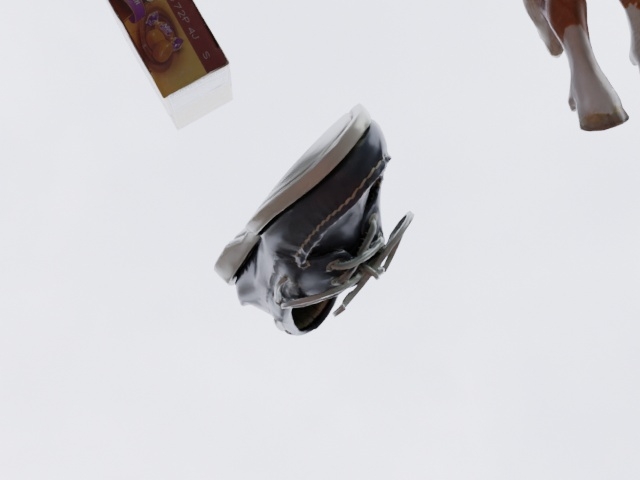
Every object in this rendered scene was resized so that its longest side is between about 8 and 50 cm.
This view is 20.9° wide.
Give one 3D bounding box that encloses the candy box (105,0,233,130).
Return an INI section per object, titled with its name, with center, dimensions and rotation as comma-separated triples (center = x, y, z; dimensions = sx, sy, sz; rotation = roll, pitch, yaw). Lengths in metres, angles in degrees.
[candy box]
center = -0.107, -0.143, 1.190
dimensions = 0.053, 0.187, 0.109
rotation = -29, -92, -4

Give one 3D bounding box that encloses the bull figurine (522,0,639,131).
[bull figurine]
center = 0.159, -0.135, 0.723
dimensions = 0.101, 0.310, 0.188
rotation = -15, -74, -12

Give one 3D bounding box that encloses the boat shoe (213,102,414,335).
[boat shoe]
center = 0.000, 0.000, 0.990
dimensions = 0.079, 0.095, 0.254
rotation = 46, -24, 3
